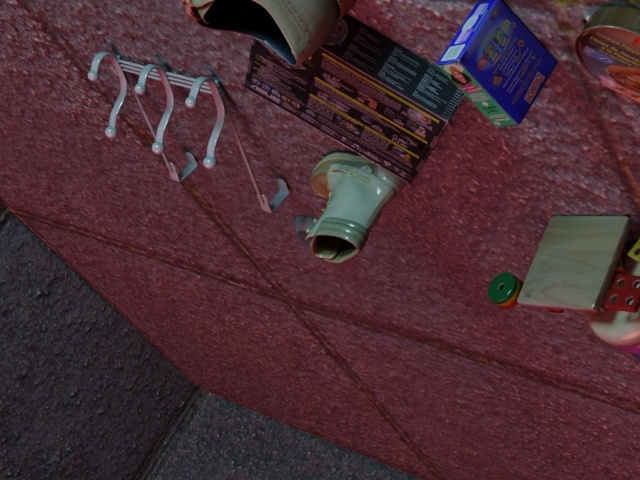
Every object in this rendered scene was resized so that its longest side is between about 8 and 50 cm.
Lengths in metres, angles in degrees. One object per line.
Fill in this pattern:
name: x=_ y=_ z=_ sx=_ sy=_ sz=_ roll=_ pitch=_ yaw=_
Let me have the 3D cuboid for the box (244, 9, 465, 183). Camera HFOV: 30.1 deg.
box: x=0.037 y=-0.198 z=1.530 sx=0.270 sy=0.060 sz=0.216 roll=30 pitch=160 yaw=3

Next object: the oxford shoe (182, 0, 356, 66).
oxford shoe: x=-0.135 y=-0.325 z=1.373 sx=0.348 sy=0.130 sz=0.123 roll=29 pitch=160 yaw=8

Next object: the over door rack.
over door rack: x=-0.219 y=-0.158 z=1.937 sx=0.239 sy=0.108 sz=0.324 roll=19 pitch=157 yaw=33

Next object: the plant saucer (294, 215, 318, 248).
plant saucer: x=0.000 y=0.000 z=2.116 sx=0.119 sy=0.021 sz=0.119 roll=28 pitch=160 yaw=11

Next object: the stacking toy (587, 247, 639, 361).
stacking toy: x=0.506 y=0.142 z=1.576 sx=0.330 sy=0.141 sz=0.141 roll=34 pitch=162 yaw=-27

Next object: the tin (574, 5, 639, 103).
tin: x=0.345 y=-0.169 z=1.179 sx=0.190 sy=0.040 sz=0.106 roll=29 pitch=164 yaw=9

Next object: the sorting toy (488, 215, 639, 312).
sorting toy: x=0.342 y=0.036 z=1.535 sx=0.046 sy=0.132 sz=0.274 roll=34 pitch=162 yaw=-30

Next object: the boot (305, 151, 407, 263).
boot: x=0.025 y=-0.047 z=1.749 sx=0.077 sy=0.165 sz=0.213 roll=43 pitch=156 yaw=-27

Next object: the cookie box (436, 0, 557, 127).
cookie box: x=0.190 y=-0.189 z=1.277 sx=0.107 sy=0.092 sz=0.040 roll=42 pitch=161 yaw=-25
